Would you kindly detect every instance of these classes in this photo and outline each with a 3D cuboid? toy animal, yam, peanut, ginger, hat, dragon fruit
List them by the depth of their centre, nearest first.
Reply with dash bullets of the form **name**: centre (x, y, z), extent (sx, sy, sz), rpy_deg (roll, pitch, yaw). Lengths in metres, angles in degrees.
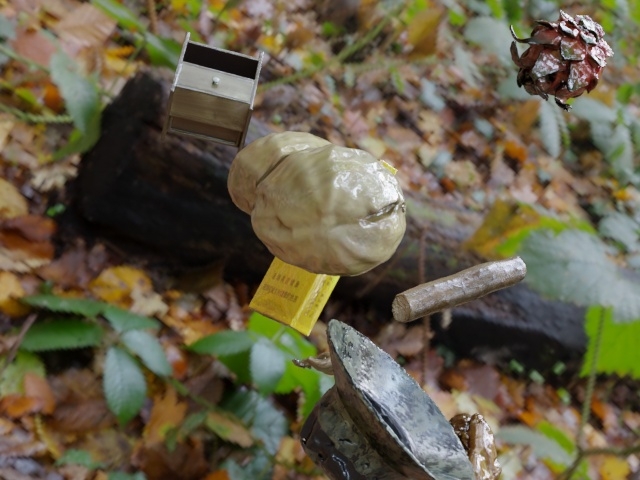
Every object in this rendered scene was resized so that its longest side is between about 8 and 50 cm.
- **peanut**: centre (-0.012, -0.047, 1.201), extent (0.149, 0.149, 0.313), rpy_deg (29, 6, -24)
- **hat**: centre (0.052, 0.221, 1.237), extent (0.265, 0.128, 0.265), rpy_deg (44, 8, -7)
- **ginger**: centre (0.174, 0.263, 1.393), extent (0.103, 0.073, 0.162), rpy_deg (-2, 26, 5)
- **dragon fruit**: centre (0.335, -0.250, 1.531), extent (0.130, 0.142, 0.121), rpy_deg (-127, -161, -62)
- **yam**: centre (0.213, 0.073, 1.667), extent (0.241, 0.057, 0.057), rpy_deg (-17, 55, -31)
- **toy animal**: centre (0.027, 0.243, 1.927), extent (0.220, 0.086, 0.069), rpy_deg (14, -13, 40)

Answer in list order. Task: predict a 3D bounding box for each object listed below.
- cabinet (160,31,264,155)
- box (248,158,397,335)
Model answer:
- **cabinet**: centre (-0.226, -0.310, 2.335), extent (0.175, 0.148, 0.215), rpy_deg (13, 45, -7)
- **box**: centre (0.000, 0.000, 1.608), extent (0.043, 0.269, 0.152), rpy_deg (31, -8, -29)
